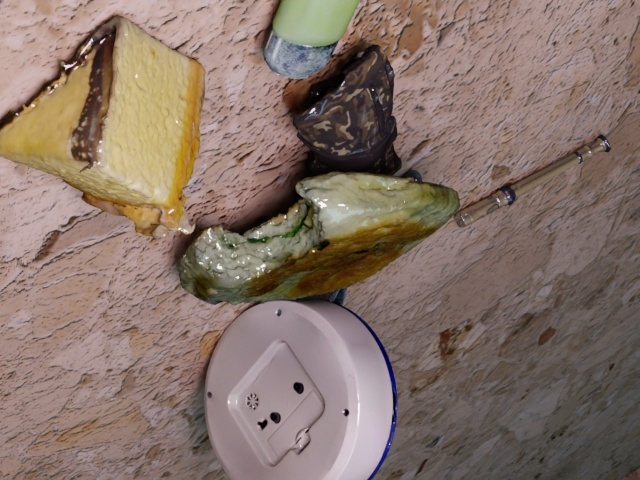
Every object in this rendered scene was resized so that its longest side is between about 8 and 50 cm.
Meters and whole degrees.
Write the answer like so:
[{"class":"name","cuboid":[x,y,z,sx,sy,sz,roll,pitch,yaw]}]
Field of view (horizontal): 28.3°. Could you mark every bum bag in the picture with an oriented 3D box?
[{"class":"bum bag","cuboid":[0.028,-0.097,1.215,0.102,0.069,0.248,-48,158,-13]}]

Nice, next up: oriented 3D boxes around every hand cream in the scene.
[{"class":"hand cream","cuboid":[0.006,-0.211,1.035,0.095,0.046,0.175,-10,137,-41]}]

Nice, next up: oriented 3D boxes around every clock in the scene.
[{"class":"clock","cuboid":[-0.027,0.181,1.416,0.083,0.230,0.230,1,135,-51]}]

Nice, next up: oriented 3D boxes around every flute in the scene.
[{"class":"flute","cuboid":[0.266,-0.073,1.590,0.233,0.027,0.027,-28,152,-18]}]

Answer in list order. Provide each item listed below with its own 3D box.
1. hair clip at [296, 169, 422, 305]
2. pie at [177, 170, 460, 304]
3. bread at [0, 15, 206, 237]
[{"class":"hair clip","cuboid":[0.046,0.011,1.447,0.070,0.039,0.229,-3,137,-46]},{"class":"pie","cuboid":[0.004,0.000,1.272,0.303,0.066,0.302,-20,168,-4]},{"class":"bread","cuboid":[-0.161,-0.094,1.002,0.147,0.127,0.152,35,73,-61]}]
